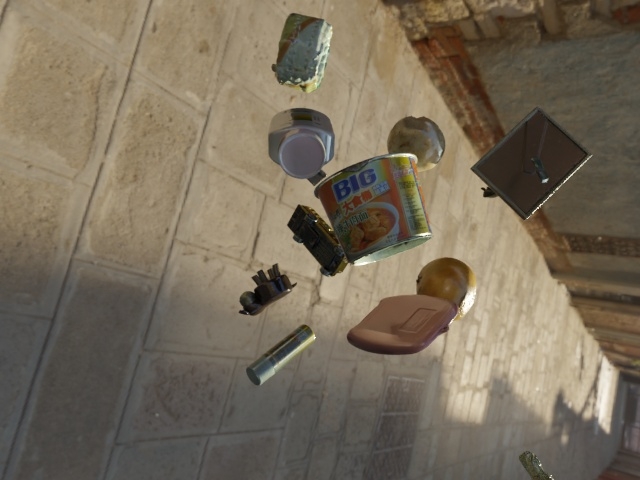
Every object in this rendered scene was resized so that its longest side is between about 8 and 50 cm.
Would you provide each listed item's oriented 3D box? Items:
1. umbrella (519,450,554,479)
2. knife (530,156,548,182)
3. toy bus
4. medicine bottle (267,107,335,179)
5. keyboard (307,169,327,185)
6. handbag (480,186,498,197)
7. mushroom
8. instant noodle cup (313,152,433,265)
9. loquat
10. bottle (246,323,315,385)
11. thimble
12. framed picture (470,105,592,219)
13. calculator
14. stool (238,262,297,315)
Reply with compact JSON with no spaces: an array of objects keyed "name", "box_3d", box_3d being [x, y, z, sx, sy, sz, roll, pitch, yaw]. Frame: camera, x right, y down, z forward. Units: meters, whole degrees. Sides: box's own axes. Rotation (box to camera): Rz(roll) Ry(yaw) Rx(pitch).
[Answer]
[{"name":"umbrella","box_3d":[0.600,0.644,1.440,0.062,0.143,0.067,-13,127,-11]},{"name":"knife","box_3d":[0.636,-0.204,1.529,0.210,0.028,0.015,-64,166,-61]},{"name":"toy bus","box_3d":[0.000,0.000,2.047,0.123,0.335,0.121,9,121,-47]},{"name":"medicine bottle","box_3d":[-0.047,-0.244,1.280,0.296,0.161,0.111,-92,-177,-64]},{"name":"keyboard","box_3d":[-0.056,-0.252,1.711,0.060,0.018,0.195,-40,129,10]},{"name":"handbag","box_3d":[0.650,-0.183,1.950,0.072,0.111,0.047,5,81,-29]},{"name":"mushroom","box_3d":[0.273,-0.278,1.511,0.127,0.166,0.166,-72,150,-51]},{"name":"instant noodle cup","box_3d":[0.150,-0.070,1.363,0.296,0.296,0.214,-4,72,-56]},{"name":"loquat","box_3d":[0.515,0.199,2.154,0.263,0.262,0.263,-15,108,-55]},{"name":"bottle","box_3d":[-0.143,0.414,1.927,0.286,0.082,0.082,-33,123,-37]},{"name":"thimble","box_3d":[-0.064,-0.664,1.890,0.254,0.167,0.288,102,3,-47]},{"name":"framed picture","box_3d":[0.669,-0.250,1.676,0.324,0.240,0.020,-43,169,-11]},{"name":"calculator","box_3d":[0.211,0.212,1.373,0.220,0.329,0.048,-38,107,-29]},{"name":"stool","box_3d":[-0.188,0.166,1.767,0.121,0.217,0.125,60,0,6]}]
